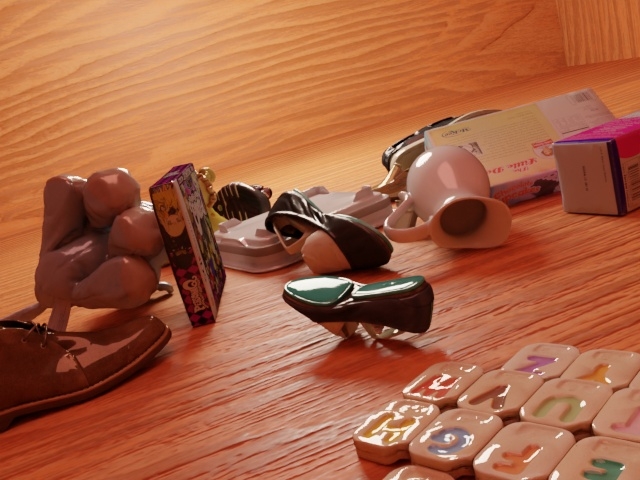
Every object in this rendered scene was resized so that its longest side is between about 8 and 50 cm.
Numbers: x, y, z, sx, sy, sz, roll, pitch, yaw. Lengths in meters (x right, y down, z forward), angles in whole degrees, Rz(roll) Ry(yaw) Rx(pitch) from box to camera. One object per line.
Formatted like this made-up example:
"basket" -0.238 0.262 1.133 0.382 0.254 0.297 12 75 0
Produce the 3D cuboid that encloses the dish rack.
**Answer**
"dish rack" -0.042 -0.035 1.341 0.333 0.072 0.286 -24 17 -29

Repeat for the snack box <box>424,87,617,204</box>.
"snack box" 0.365 -0.159 1.239 0.322 0.060 0.187 -15 46 0

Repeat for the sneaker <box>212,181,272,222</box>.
"sneaker" -0.162 -0.101 1.663 0.163 0.106 0.281 -21 14 -35

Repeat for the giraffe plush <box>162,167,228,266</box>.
"giraffe plush" -0.270 -0.058 1.452 0.211 0.170 0.181 -14 13 2

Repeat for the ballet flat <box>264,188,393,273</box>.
"ballet flat" 0.000 0.000 1.094 0.096 0.095 0.280 -42 34 -14

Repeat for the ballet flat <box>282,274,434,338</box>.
"ballet flat" 0.040 0.079 0.787 0.203 0.074 0.074 -4 17 41

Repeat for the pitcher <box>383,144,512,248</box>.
"pitcher" 0.175 -0.062 1.059 0.178 0.125 0.207 -7 29 1

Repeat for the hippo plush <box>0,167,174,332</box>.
"hippo plush" -0.310 0.041 1.112 0.235 0.294 0.237 18 1 23

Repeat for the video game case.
"video game case" -0.198 -0.003 1.074 0.042 0.210 0.232 -14 13 0

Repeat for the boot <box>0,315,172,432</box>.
"boot" -0.332 0.140 0.849 0.306 0.115 0.112 -20 13 -26

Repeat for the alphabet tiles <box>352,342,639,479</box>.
"alphabet tiles" 0.166 0.140 0.510 0.284 0.021 0.278 0 20 45

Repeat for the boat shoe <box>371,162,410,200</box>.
"boat shoe" 0.165 -0.131 1.492 0.190 0.072 0.068 -20 15 -20

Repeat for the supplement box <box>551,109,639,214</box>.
"supplement box" 0.474 -0.125 1.057 0.220 0.111 0.114 -20 14 -25

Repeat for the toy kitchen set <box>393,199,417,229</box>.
"toy kitchen set" 0.153 -0.032 1.197 0.068 0.075 0.083 3 -18 44

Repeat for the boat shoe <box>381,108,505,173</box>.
"boat shoe" 0.295 -0.229 1.640 0.340 0.127 0.113 -28 28 -13
